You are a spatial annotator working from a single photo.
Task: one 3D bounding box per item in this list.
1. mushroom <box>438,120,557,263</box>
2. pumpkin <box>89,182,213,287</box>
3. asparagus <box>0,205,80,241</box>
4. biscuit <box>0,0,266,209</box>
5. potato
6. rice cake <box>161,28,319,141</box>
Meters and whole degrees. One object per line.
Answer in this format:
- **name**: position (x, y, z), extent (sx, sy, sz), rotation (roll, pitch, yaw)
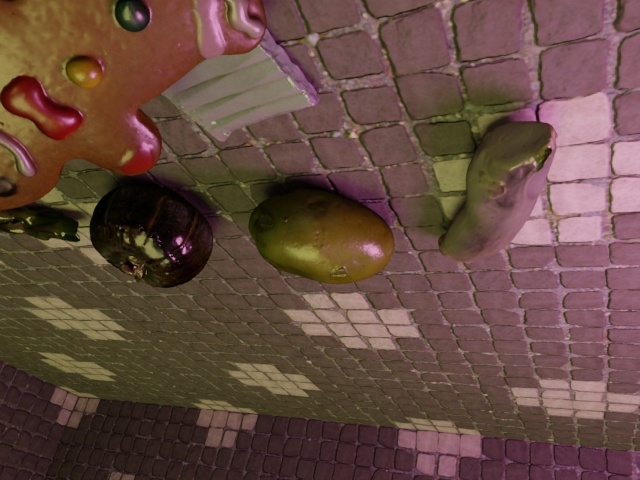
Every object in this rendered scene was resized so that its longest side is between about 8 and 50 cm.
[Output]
- **mushroom**: position (0.256, -0.052, 0.804), extent (0.109, 0.097, 0.351), rotation (10, 152, 5)
- **pumpkin**: position (-0.324, -0.001, 1.042), extent (0.238, 0.159, 0.238), rotation (11, 154, 6)
- **asparagus**: position (-0.649, -0.044, 1.180), extent (0.287, 0.080, 0.080), rotation (9, 149, 0)
- **biscuit**: position (-0.262, -0.173, 0.573), extent (0.432, 0.064, 0.283), rotation (-38, 134, 9)
- **potato**: position (0.000, 0.000, 0.933), extent (0.253, 0.148, 0.186), rotation (9, 147, 9)
- **rice cake**: position (-0.129, -0.218, 0.730), extent (0.198, 0.037, 0.189), rotation (-15, 140, 37)
